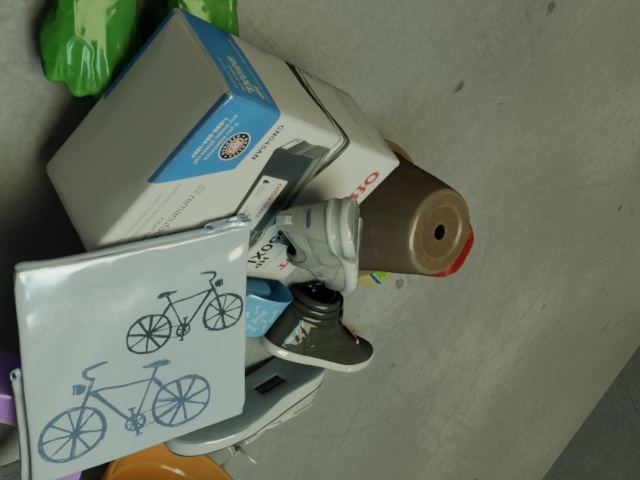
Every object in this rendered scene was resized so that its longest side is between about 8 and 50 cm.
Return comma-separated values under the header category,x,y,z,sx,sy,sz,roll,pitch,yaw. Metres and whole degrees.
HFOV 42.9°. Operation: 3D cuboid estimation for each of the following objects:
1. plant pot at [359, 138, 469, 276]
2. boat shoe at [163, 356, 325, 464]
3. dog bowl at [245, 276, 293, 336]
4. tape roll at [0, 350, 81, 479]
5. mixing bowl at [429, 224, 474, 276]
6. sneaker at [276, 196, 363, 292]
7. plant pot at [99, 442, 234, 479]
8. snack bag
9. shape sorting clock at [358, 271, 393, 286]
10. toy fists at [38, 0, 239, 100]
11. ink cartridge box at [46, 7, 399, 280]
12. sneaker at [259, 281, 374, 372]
category,x,y,z,sx,sy,sz,roll,pitch,yaw
plant pot,0.127,-0.043,1.425,0.263,0.229,0.262,-13,112,-36
boat shoe,-0.142,0.338,1.534,0.367,0.136,0.156,-24,134,-45
dog bowl,-0.188,0.062,1.219,0.297,0.166,0.074,20,102,-24
tape roll,-0.467,0.280,1.112,0.275,0.090,0.274,-8,126,-12
mixing bowl,0.251,0.007,1.674,0.181,0.098,0.181,-46,155,-29
sneaker,0.000,0.000,1.175,0.281,0.115,0.105,79,16,-69
plant pot,-0.286,0.521,1.407,0.291,0.291,0.203,12,122,-48
snack bag,-0.241,0.140,1.063,0.323,0.037,0.342,-14,123,-31
shape sorting clock,0.117,-0.006,1.615,0.206,0.040,0.206,-17,117,-38
toy fists,-0.231,-0.258,1.068,0.279,0.096,0.142,-13,118,-38
ink cartridge box,-0.116,-0.104,1.128,0.285,0.166,0.395,-44,152,21
sneaker,0.029,0.166,1.591,0.296,0.104,0.146,16,109,-44
